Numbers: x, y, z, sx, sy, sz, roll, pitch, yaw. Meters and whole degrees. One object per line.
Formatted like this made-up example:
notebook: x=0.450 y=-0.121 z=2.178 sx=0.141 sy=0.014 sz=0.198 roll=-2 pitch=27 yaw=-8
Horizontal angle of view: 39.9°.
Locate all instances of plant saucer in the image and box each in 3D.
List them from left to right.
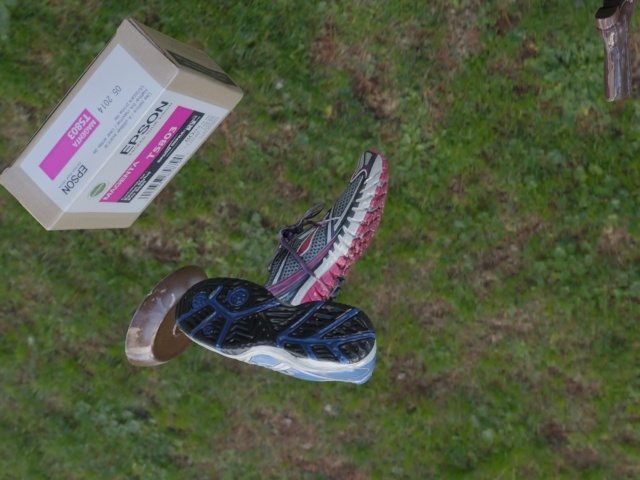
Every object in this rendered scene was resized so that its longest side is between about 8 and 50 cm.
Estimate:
plant saucer: x=-0.246 y=0.136 z=1.494 sx=0.036 sy=0.198 sz=0.199 roll=30 pitch=131 yaw=23

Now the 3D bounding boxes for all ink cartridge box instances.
ink cartridge box: x=-0.220 y=-0.122 z=1.011 sx=0.088 sy=0.193 sz=0.235 roll=45 pitch=103 yaw=9

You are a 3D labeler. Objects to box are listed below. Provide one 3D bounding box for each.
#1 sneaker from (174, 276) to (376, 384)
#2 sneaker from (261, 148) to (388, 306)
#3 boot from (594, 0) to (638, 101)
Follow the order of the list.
sneaker: x=-0.045 y=0.094 z=0.839 sx=0.211 sy=0.080 sz=0.081 roll=14 pitch=150 yaw=24
sneaker: x=0.000 y=0.000 z=1.235 sx=0.112 sy=0.121 sz=0.299 roll=31 pitch=88 yaw=12
boot: x=0.349 y=-0.228 z=1.018 sx=0.037 sy=0.106 sz=0.114 roll=13 pitch=137 yaw=42
